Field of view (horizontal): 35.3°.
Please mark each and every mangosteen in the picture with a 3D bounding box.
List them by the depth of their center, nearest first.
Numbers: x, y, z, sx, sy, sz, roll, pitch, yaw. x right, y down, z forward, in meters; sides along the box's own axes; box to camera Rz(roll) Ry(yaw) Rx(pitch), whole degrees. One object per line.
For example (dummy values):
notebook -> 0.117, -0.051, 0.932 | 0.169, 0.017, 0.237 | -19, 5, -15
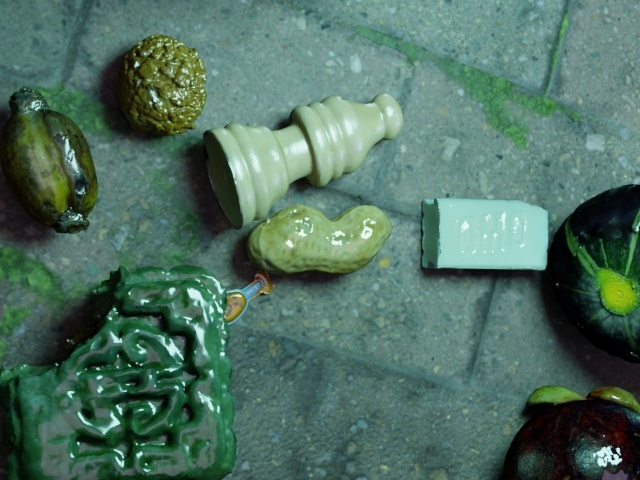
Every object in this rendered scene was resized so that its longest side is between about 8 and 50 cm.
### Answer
mangosteen -> 0.420, 0.362, 1.569 | 0.288, 0.288, 0.287 | 0, 91, -19

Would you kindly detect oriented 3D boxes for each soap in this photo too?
soap -> 0.264, -0.009, 1.613 | 0.199, 0.063, 0.114 | 0, 89, -19

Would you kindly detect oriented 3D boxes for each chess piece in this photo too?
chess piece -> -0.010, -0.137, 1.499 | 0.307, 0.124, 0.138 | -21, 66, -21

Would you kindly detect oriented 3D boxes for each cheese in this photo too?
cheese -> -0.120, 0.087, 1.507 | 0.111, 0.017, 0.047 | -36, 105, -16

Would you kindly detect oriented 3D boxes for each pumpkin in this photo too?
pumpkin -> 0.532, 0.043, 1.609 | 0.296, 0.296, 0.295 | 0, 91, -19

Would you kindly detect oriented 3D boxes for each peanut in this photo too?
peanut -> 0.000, 0.000, 1.506 | 0.230, 0.103, 0.098 | -2, 47, -21

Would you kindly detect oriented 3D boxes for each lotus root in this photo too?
lotus root -> -0.371, -0.107, 1.368 | 0.120, 0.120, 0.209 | -21, 97, -18

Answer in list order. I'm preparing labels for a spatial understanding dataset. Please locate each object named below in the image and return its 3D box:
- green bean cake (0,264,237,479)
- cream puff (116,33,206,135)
green bean cake -> -0.273, 0.190, 1.355 | 0.308, 0.169, 0.300 | -4, 80, -13
cream puff -> -0.221, -0.220, 1.421 | 0.126, 0.103, 0.143 | -2, 86, -18
